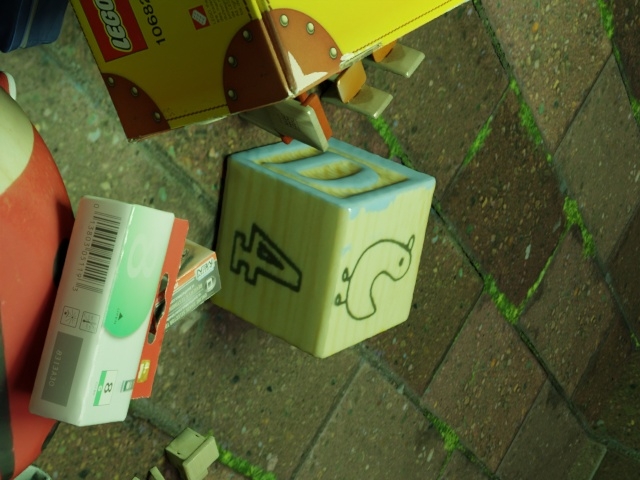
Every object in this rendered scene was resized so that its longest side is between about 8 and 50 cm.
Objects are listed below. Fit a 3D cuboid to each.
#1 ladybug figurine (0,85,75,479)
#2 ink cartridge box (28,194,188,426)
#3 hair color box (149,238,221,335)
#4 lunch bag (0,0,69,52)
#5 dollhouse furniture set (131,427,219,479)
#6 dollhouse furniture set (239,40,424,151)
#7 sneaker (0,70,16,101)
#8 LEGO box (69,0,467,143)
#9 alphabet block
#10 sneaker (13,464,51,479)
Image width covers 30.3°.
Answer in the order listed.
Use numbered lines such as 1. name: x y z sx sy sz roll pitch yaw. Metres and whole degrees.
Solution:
1. ladybug figurine: -0.313 0.056 0.958 0.305 0.162 0.449 -33 138 -32
2. ink cartridge box: -0.157 0.062 1.024 0.224 0.056 0.181 15 88 -71
3. hair color box: -0.194 0.025 1.208 0.093 0.167 0.053 -39 139 -36
4. lunch bag: -0.267 -0.212 1.032 0.065 0.067 0.098 -23 147 -47
5. dollhouse furniture set: -0.169 0.367 1.529 0.161 0.101 0.182 -43 141 -31
6. dollhouse furniture set: 0.019 -0.233 1.376 0.259 0.135 0.262 -52 145 -20
7. sneaker: -0.321 -0.104 1.058 0.067 0.042 0.118 22 94 -61
8. LEGO box: -0.061 -0.381 0.911 0.372 0.193 0.500 -35 110 -44
9. alphabet block: 0.000 0.000 1.450 0.192 0.193 0.197 -18 125 -47
10. sneaker: -0.326 0.324 1.272 0.153 0.101 0.268 -55 144 -12
